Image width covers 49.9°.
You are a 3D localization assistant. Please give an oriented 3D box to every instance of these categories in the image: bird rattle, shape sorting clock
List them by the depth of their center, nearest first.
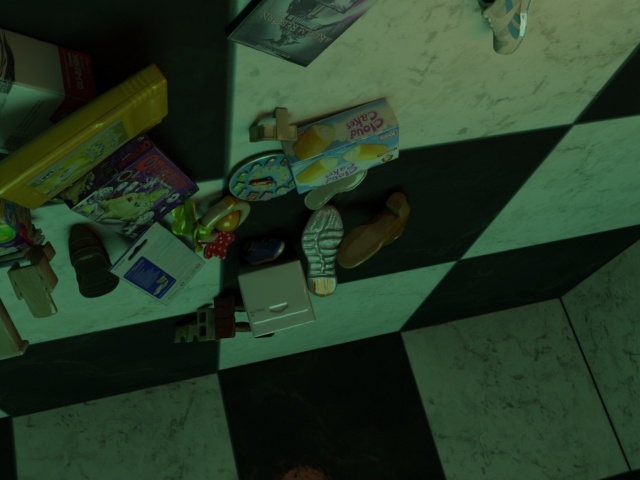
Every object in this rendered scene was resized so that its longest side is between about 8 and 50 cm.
[{"bbox_3d":[-0.130,-0.157,1.739,0.206,0.040,0.206,-14,159,-5],"label":"shape sorting clock"},{"bbox_3d":[-0.270,-0.036,1.838,0.207,0.143,0.253,-38,157,10],"label":"bird rattle"}]

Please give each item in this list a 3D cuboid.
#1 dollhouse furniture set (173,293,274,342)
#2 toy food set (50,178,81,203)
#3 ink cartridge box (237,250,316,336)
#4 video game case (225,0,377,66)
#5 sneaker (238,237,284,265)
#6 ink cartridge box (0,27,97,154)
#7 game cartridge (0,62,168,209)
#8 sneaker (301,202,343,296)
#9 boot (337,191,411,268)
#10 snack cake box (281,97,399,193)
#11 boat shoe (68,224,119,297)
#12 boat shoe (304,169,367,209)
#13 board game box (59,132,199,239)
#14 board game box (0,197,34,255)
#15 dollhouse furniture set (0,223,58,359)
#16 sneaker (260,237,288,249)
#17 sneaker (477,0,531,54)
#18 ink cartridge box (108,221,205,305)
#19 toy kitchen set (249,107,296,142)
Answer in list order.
[{"bbox_3d":[-0.368,0.299,2.599,0.374,0.152,0.201,-12,167,43],"label":"dollhouse furniture set"},{"bbox_3d":[-0.572,-0.129,1.539,0.122,0.019,0.078,-38,150,29],"label":"toy food set"},{"bbox_3d":[-0.140,0.162,2.163,0.198,0.197,0.270,-14,-174,-4],"label":"ink cartridge box"},{"bbox_3d":[-0.011,-0.418,1.211,0.196,0.026,0.274,7,148,-44],"label":"video game case"},{"bbox_3d":[-0.185,0.024,2.080,0.152,0.058,0.084,-21,136,40],"label":"sneaker"},{"bbox_3d":[-0.545,-0.247,1.140,0.272,0.114,0.197,7,150,-46],"label":"ink cartridge box"},{"bbox_3d":[-0.412,-0.173,1.220,0.323,0.053,0.285,-36,-175,-11],"label":"game cartridge"},{"bbox_3d":[0.000,0.000,2.116,0.124,0.180,0.321,4,122,-4],"label":"sneaker"},{"bbox_3d":[0.175,-0.008,2.097,0.295,0.104,0.211,-48,161,-6],"label":"boot"},{"bbox_3d":[0.048,-0.219,1.616,0.264,0.089,0.152,-21,156,-2],"label":"snack cake box"},{"bbox_3d":[-0.614,0.058,1.856,0.110,0.105,0.307,-17,159,-22],"label":"boat shoe"},{"bbox_3d":[0.042,-0.160,1.855,0.206,0.075,0.065,-34,-164,27],"label":"boat shoe"},{"bbox_3d":[-0.398,-0.106,1.496,0.208,0.056,0.347,-41,170,-2],"label":"board game box"},{"bbox_3d":[-0.714,-0.080,1.389,0.142,0.144,0.275,-16,159,-2],"label":"board game box"},{"bbox_3d":[-0.694,0.100,1.586,0.286,0.303,0.198,-13,116,4],"label":"dollhouse furniture set"},{"bbox_3d":[-0.157,0.021,2.164,0.098,0.038,0.069,14,146,-35],"label":"sneaker"},{"bbox_3d":[0.347,-0.447,1.319,0.092,0.088,0.229,-9,151,1],"label":"sneaker"},{"bbox_3d":[-0.454,0.057,1.897,0.176,0.069,0.371,-49,161,-7],"label":"ink cartridge box"},{"bbox_3d":[-0.106,-0.254,1.530,0.083,0.068,0.075,-2,-177,-31],"label":"toy kitchen set"}]
